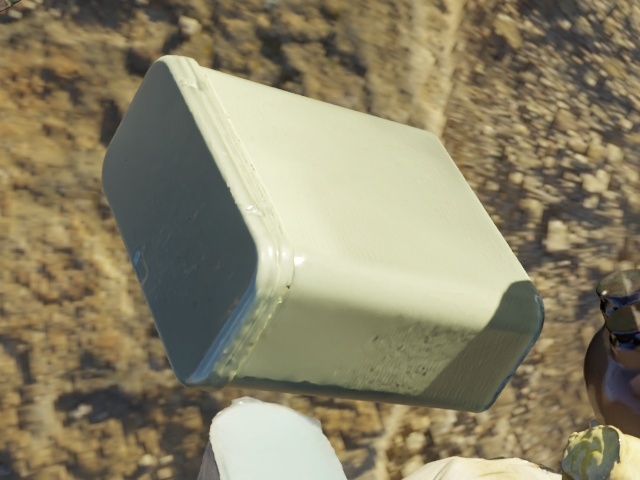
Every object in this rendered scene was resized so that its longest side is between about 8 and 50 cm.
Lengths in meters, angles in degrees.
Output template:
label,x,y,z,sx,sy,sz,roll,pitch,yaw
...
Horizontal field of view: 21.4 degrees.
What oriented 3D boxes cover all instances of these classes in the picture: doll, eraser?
label,x,y,z,sx,sy,sz,roll,pitch,yaw
doll,0.288,0.158,1.438,0.117,0.182,0.257,-8,119,7
eraser,-0.043,0.231,0.963,0.081,0.174,0.227,4,122,-20

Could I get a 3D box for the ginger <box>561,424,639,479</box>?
label,x,y,z,sx,sy,sz,roll,pitch,yaw
ginger,0.215,0.341,1.223,0.122,0.363,0.348,16,73,36

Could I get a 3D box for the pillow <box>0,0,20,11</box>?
label,x,y,z,sx,sy,sz,roll,pitch,yaw
pillow,-0.331,-0.161,1.156,0.255,0.034,0.189,-34,61,6

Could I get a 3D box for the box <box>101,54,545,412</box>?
label,x,y,z,sx,sy,sz,roll,pitch,yaw
box,0.000,0.000,1.687,0.177,0.343,0.352,-60,36,28

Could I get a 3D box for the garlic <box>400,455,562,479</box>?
label,x,y,z,sx,sy,sz,roll,pitch,yaw
garlic,0.138,0.255,1.398,0.227,0.228,0.152,-5,81,19
